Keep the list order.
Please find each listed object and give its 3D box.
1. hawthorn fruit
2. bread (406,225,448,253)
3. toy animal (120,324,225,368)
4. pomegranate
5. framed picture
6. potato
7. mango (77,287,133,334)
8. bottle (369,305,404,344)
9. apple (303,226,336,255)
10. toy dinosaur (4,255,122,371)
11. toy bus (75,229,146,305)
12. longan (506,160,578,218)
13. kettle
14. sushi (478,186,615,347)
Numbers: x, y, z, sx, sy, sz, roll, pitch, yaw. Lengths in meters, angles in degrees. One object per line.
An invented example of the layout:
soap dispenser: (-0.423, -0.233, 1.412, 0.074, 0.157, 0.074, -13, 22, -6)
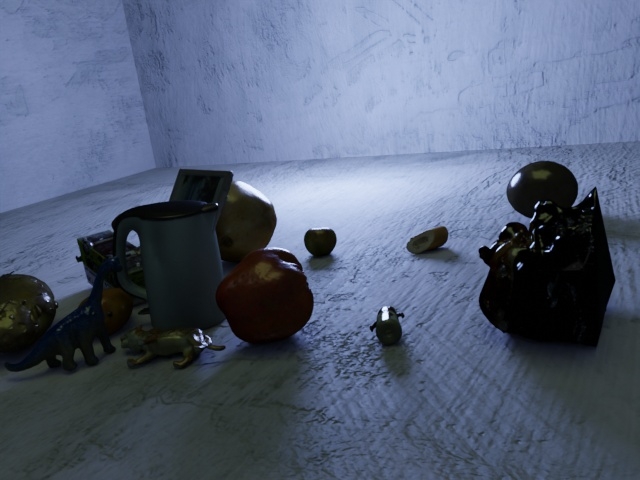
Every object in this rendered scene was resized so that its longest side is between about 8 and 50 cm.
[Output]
hawthorn fruit: (-0.103, 0.105, 1.157, 0.189, 0.189, 0.189, -7, 15, 2)
bread: (0.273, 0.000, 1.559, 0.103, 0.049, 0.062, -16, -16, -23)
toy animal: (-0.279, 0.190, 1.147, 0.241, 0.057, 0.099, -4, 16, 16)
pomegranate: (-0.230, -0.047, 1.687, 0.232, 0.233, 0.233, -7, 15, 2)
framed picture: (-0.342, -0.035, 1.594, 0.231, 0.315, 0.024, 7, -14, 44)
potato: (-0.663, 0.153, 1.320, 0.191, 0.142, 0.296, -18, 21, -25)
mango: (-0.457, 0.149, 1.334, 0.115, 0.089, 0.165, -13, 10, 14)
bottle: (0.119, 0.148, 1.119, 0.063, 0.047, 0.101, 2, 15, 3)
apple: (0.000, 0.000, 1.654, 0.089, 0.075, 0.089, -6, 13, 2)
toy dinosaur: (-0.480, 0.147, 1.162, 0.247, 0.188, 0.075, -13, 9, -13)
toy bus: (-0.504, 0.071, 1.549, 0.113, 0.139, 0.301, -20, 27, -35)
longan: (0.604, -0.135, 1.690, 0.184, 0.159, 0.204, -1, 0, 29)
kettle: (-0.315, 0.049, 1.288, 0.240, 0.256, 0.165, -4, 19, 4)
sushi: (0.377, 0.063, 1.064, 0.212, 0.216, 0.227, -4, 36, 32)
